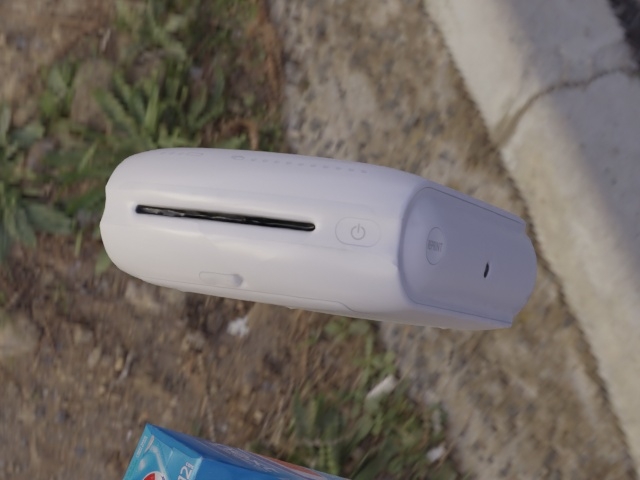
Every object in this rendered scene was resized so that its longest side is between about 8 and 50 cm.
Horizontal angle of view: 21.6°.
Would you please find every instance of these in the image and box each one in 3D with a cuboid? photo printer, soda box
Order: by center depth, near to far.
[{"bbox_3d":[-0.027,0.179,1.063,0.210,0.067,0.071,22,90,-41],"label":"soda box"},{"bbox_3d":[0.000,0.000,1.262,0.256,0.307,0.107,6,87,25],"label":"photo printer"}]
